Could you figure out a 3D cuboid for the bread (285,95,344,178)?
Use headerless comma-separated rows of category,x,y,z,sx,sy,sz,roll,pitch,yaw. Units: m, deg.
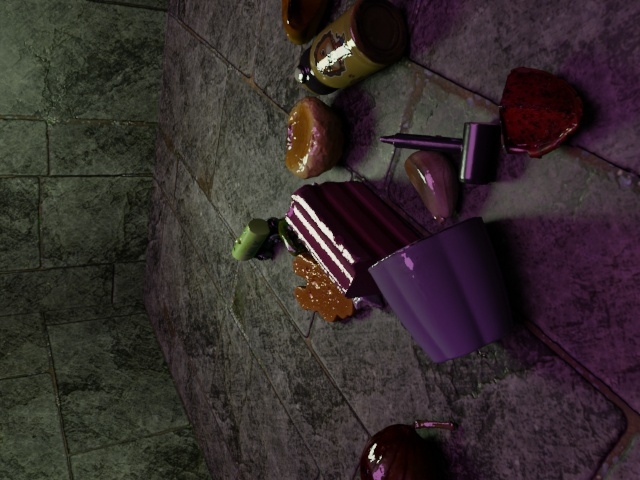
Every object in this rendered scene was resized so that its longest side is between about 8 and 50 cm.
bread,-0.017,-0.302,1.678,0.244,0.134,0.244,6,97,61

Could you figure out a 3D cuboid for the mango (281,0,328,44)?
mango,-0.052,-0.711,1.685,0.166,0.136,0.236,-111,27,-51

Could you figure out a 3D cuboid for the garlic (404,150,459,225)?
garlic,0.262,-0.140,1.279,0.101,0.087,0.196,109,141,-56

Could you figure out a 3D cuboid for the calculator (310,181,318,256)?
calculator,-0.008,-0.040,1.783,0.177,0.040,0.268,-34,65,56

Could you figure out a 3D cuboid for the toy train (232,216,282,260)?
toy train,-0.238,-0.002,2.060,0.253,0.157,0.105,-50,49,52

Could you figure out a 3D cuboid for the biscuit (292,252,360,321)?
biscuit,0.017,0.151,1.747,0.334,0.047,0.202,13,112,55

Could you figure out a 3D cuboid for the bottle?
bottle,0.060,-0.490,1.484,0.351,0.171,0.172,-12,84,60

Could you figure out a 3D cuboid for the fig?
fig,0.198,0.525,1.384,0.204,0.186,0.250,-135,54,-72

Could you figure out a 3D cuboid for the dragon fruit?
dragon fruit,0.411,-0.235,1.029,0.161,0.120,0.127,15,65,33

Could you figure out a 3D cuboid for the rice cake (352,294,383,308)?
rice cake,0.079,0.026,1.618,0.064,0.070,0.399,-56,47,52

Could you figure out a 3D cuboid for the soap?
soap,0.085,-0.019,1.444,0.359,0.233,0.128,51,137,44

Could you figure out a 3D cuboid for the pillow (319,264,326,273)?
pillow,0.000,0.000,1.662,0.118,0.043,0.185,100,158,-57

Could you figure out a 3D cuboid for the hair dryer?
hair dryer,0.249,-0.194,1.212,0.255,0.070,0.128,9,106,28

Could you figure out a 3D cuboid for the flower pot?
flower pot,0.263,0.111,1.157,0.265,0.265,0.243,-39,70,54

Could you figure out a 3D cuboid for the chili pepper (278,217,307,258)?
chili pepper,-0.108,-0.025,1.921,0.204,0.072,0.073,59,143,36
